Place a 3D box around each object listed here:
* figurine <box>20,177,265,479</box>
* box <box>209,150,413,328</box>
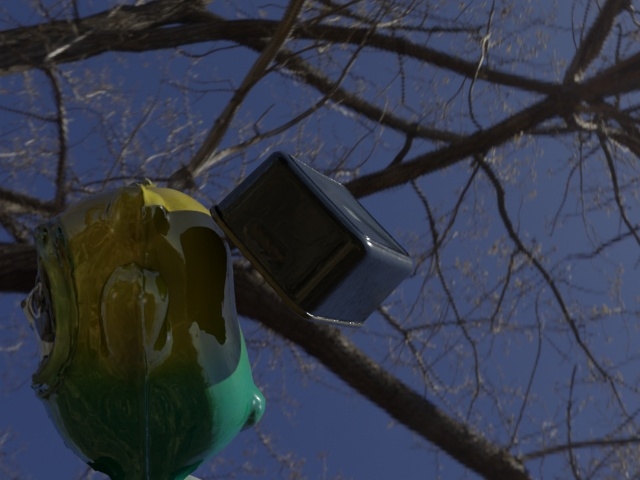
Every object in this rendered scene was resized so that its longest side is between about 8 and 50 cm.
[{"bbox_3d":[-0.169,0.108,0.945,0.232,0.323,0.339,-1,-82,-8],"label":"figurine"},{"bbox_3d":[0.000,0.000,0.925,0.090,0.201,0.144,-46,-110,9],"label":"box"}]
